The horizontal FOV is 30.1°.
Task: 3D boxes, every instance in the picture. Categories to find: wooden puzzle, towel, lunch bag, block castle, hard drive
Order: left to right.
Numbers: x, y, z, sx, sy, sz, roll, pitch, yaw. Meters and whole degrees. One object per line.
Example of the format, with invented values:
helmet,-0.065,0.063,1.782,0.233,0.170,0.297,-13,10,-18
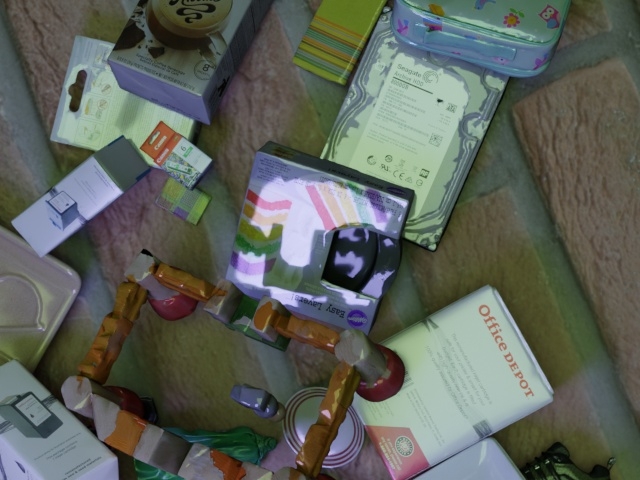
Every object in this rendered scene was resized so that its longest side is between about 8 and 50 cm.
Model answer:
wooden puzzle,-0.599,0.126,1.994,0.322,0.080,0.348,30,95,7
towel,-0.230,-0.068,1.990,0.083,0.009,0.060,29,90,6
block castle,-0.131,0.227,1.800,0.453,0.213,0.303,19,76,23
towel,0.050,-0.376,1.959,0.102,0.021,0.237,28,90,17
hard drive,0.145,-0.179,1.927,0.237,0.064,0.339,24,89,7
lunch bag,0.248,-0.379,1.868,0.279,0.108,0.224,16,65,6

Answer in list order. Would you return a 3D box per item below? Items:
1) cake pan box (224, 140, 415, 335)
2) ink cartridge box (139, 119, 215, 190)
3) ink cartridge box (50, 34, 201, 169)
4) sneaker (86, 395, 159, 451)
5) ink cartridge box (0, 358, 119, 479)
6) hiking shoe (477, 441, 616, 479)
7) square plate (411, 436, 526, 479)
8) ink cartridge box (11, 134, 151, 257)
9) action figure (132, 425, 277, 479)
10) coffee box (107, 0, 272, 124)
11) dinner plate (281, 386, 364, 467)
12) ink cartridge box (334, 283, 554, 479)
cake pan box,0.000,0.000,1.893,0.267,0.070,0.245,20,113,7
ink cartridge box,-0.235,-0.139,1.932,0.115,0.029,0.063,38,92,6
ink cartridge box,-0.311,-0.226,1.986,0.232,0.066,0.189,14,89,11
sneaker,-0.345,0.320,1.950,0.178,0.077,0.072,-34,84,4
ink cartridge box,-0.434,0.345,1.845,0.115,0.198,0.273,-29,49,-34
hiking shoe,0.348,0.373,1.876,0.227,0.086,0.114,8,72,4
square plate,0.190,0.489,1.722,0.347,0.049,0.344,-28,43,-7
ink cartridge box,-0.383,-0.073,1.916,0.191,0.139,0.082,-37,98,21
action figure,-0.184,0.352,1.936,0.232,0.063,0.137,-10,87,-2
coffee box,-0.193,-0.360,1.910,0.168,0.119,0.297,22,74,8
dinner plate,0.005,0.300,1.924,0.141,0.017,0.141,6,108,20
ink cartridge box,0.195,0.223,1.872,0.283,0.117,0.207,-29,84,5
